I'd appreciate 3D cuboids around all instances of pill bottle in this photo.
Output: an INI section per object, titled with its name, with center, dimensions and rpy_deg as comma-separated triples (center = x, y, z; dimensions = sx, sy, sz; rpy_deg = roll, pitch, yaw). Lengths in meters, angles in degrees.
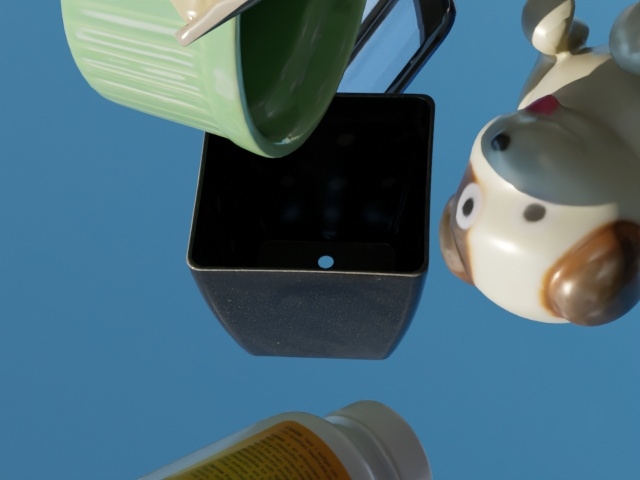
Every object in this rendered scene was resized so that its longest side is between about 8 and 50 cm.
[pill bottle]
center = -0.041, 0.201, 1.305
dimensions = 0.245, 0.136, 0.136
rpy_deg = -22, -117, -38

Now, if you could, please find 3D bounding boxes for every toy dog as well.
[toy dog]
center = 0.295, -0.077, 1.814
dimensions = 0.408, 0.395, 0.284
rpy_deg = -29, -138, -31

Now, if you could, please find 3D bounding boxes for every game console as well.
[game console]
center = -0.014, -0.195, 1.832
dimensions = 0.250, 0.293, 0.173
rpy_deg = 43, -156, 10

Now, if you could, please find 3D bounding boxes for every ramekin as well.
[ramekin]
center = -0.072, -0.223, 1.390
dimensions = 0.148, 0.303, 0.303
rpy_deg = 12, -137, 17

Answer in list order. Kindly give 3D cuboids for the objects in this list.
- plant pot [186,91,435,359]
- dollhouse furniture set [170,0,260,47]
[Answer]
[plant pot]
center = 0.000, 0.000, 1.549
dimensions = 0.188, 0.167, 0.187
rpy_deg = 1, -127, 5
[dollhouse furniture set]
center = -0.041, -0.219, 0.886
dimensions = 0.182, 0.161, 0.101
rpy_deg = 55, -146, -5
